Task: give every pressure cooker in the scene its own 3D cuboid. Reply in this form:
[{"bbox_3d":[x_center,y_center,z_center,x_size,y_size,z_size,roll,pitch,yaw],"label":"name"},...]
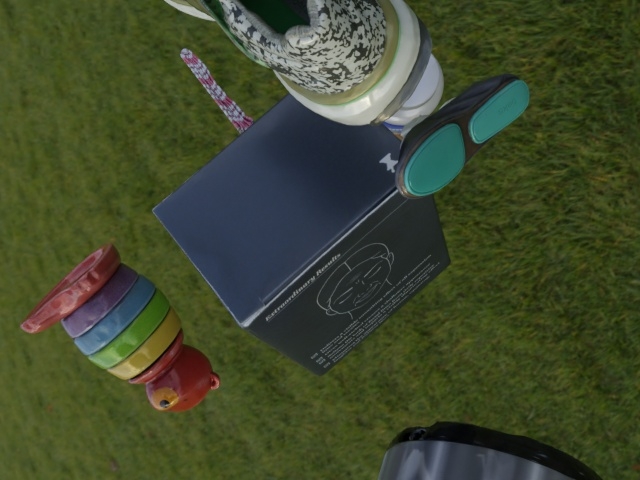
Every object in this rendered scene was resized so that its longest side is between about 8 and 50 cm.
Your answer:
[{"bbox_3d":[0.220,0.526,1.077,0.370,0.420,0.376,40,144,-26],"label":"pressure cooker"}]

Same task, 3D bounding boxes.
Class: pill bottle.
[{"bbox_3d":[0.150,-0.288,1.395,0.272,0.153,0.152,-61,-43,-87],"label":"pill bottle"}]

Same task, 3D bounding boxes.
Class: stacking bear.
[{"bbox_3d":[-0.288,0.158,1.165,0.175,0.164,0.289,-35,107,20],"label":"stacking bear"}]

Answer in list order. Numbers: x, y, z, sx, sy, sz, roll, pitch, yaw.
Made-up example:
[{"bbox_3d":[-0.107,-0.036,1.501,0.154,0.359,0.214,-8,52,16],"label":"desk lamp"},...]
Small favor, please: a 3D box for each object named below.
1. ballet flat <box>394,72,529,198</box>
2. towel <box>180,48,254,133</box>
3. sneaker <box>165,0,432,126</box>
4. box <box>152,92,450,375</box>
[{"bbox_3d":[0.130,-0.109,0.752,0.074,0.203,0.074,38,151,25],"label":"ballet flat"},{"bbox_3d":[-0.148,-0.220,1.216,0.197,0.029,0.144,52,180,23],"label":"towel"},{"bbox_3d":[-0.087,-0.267,0.667,0.410,0.182,0.158,38,101,23],"label":"sneaker"},{"bbox_3d":[0.000,0.000,1.068,0.212,0.293,0.395,48,177,23],"label":"box"}]
